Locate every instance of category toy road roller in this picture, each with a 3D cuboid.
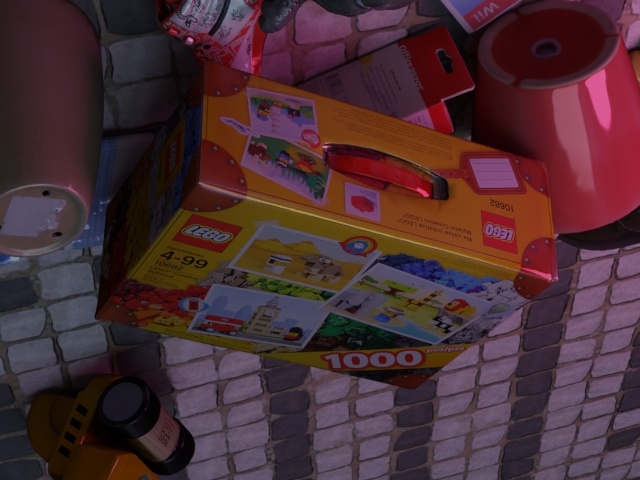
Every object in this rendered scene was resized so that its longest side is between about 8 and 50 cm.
[{"bbox_3d":[-0.377,0.378,2.261,0.240,0.329,0.202,6,150,26],"label":"toy road roller"}]

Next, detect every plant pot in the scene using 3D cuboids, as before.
[{"bbox_3d":[0.331,-0.184,1.941,0.275,0.275,0.243,-19,134,-2],"label":"plant pot"},{"bbox_3d":[-0.368,-0.122,1.663,0.256,0.274,0.256,-12,142,-10],"label":"plant pot"}]

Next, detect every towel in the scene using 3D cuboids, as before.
[{"bbox_3d":[-0.348,-0.055,1.921,0.285,0.034,0.209,-12,142,-25],"label":"towel"}]

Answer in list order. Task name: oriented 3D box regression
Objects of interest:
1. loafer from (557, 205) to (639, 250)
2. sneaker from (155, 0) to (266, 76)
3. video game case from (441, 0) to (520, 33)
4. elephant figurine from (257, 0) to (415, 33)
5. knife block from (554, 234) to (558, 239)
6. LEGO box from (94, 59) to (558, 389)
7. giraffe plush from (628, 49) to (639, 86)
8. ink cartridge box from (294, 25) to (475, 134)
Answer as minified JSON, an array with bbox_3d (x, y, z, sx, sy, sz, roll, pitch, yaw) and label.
[{"bbox_3d":[0.490,-0.072,2.146,0.366,0.134,0.130,0,136,48],"label":"loafer"},{"bbox_3d":[-0.145,-0.256,1.756,0.145,0.090,0.270,-1,135,-22],"label":"sneaker"},{"bbox_3d":[0.212,-0.403,1.789,0.204,0.025,0.285,-33,141,16],"label":"video game case"},{"bbox_3d":[0.061,-0.335,1.641,0.169,0.186,0.239,3,108,-41],"label":"elephant figurine"},{"bbox_3d":[0.274,0.043,2.200,0.088,0.275,0.242,-8,111,-17],"label":"knife block"},{"bbox_3d":[0.000,0.000,1.845,0.500,0.193,0.372,14,145,-23],"label":"LEGO box"},{"bbox_3d":[0.561,-0.204,2.075,0.210,0.170,0.181,-4,139,-21],"label":"giraffe plush"},{"bbox_3d":[0.093,-0.189,1.906,0.231,0.134,0.078,-22,144,4],"label":"ink cartridge box"}]
